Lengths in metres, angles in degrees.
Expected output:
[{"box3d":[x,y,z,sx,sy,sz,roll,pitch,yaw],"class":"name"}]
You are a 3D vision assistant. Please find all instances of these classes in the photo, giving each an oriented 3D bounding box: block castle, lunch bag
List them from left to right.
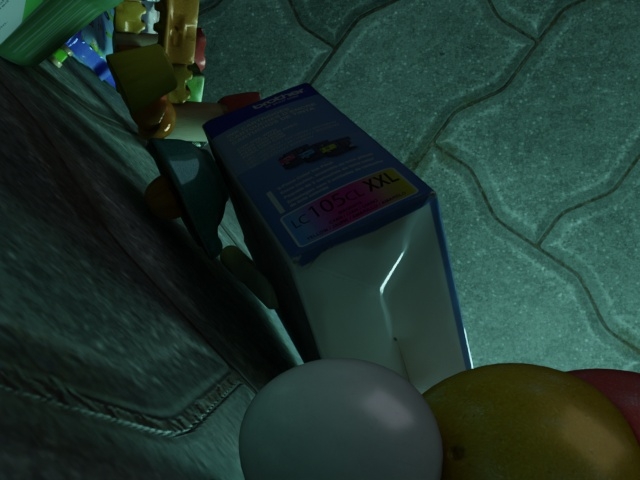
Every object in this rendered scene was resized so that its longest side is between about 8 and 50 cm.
[{"box3d":[-0.432,-0.401,1.368,0.293,0.138,0.221,57,4,19],"class":"lunch bag"},{"box3d":[-0.177,-0.345,1.153,0.212,0.303,0.453,-1,28,-22],"class":"block castle"}]

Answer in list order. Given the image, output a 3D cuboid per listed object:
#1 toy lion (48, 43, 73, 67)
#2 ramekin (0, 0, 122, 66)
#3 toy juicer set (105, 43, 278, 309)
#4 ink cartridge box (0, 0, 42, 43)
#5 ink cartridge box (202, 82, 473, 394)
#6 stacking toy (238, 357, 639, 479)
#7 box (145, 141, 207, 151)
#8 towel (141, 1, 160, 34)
[{"box3d":[-0.412,-0.301,1.109,0.100,0.034,0.096,44,-4,-37],"class":"toy lion"},{"box3d":[-0.385,-0.343,0.877,0.303,0.148,0.303,46,3,-4],"class":"ramekin"},{"box3d":[-0.164,-0.053,0.913,0.329,0.089,0.209,64,-14,-1],"class":"toy juicer set"},{"box3d":[-0.204,-0.151,0.297,0.121,0.211,0.289,47,3,-7],"class":"ink cartridge box"},{"box3d":[0.000,0.000,0.867,0.395,0.151,0.270,50,-19,54],"class":"ink cartridge box"},{"box3d":[0.149,0.204,0.549,0.479,0.351,0.350,24,12,-24],"class":"stacking toy"},{"box3d":[-0.226,-0.156,1.228,0.052,0.083,0.062,45,3,5],"class":"box"},{"box3d":[-0.440,-0.497,1.621,0.332,0.053,0.317,47,-27,12],"class":"towel"}]
